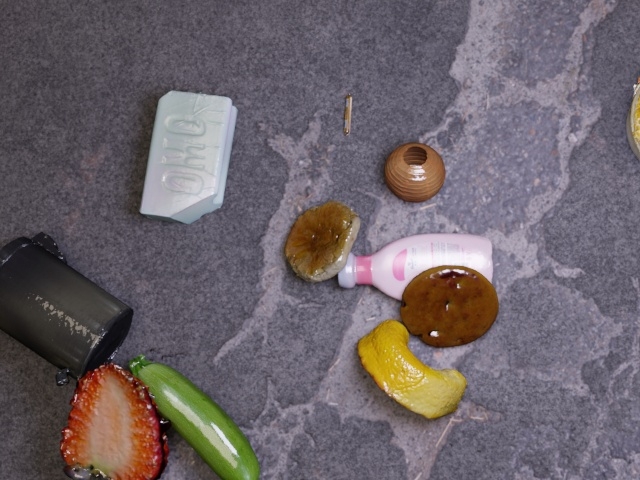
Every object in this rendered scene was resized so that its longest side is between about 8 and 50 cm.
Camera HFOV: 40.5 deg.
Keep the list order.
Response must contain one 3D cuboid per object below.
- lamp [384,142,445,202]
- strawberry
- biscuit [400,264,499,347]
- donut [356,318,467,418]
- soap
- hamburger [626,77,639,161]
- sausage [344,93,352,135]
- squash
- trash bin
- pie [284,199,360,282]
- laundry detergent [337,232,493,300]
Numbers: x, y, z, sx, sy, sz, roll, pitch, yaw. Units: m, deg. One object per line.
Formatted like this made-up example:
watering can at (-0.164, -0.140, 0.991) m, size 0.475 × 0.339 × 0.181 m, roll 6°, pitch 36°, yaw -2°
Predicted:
lamp at (0.207, -0.148, 1.910) m, size 0.137 × 0.136 × 0.136 m, roll -1°, pitch 82°, yaw 5°
strawberry at (-0.419, 0.382, 1.859) m, size 0.234 × 0.137 × 0.306 m, roll 18°, pitch 110°, yaw -1°
biscuit at (0.276, 0.144, 1.862) m, size 0.212 × 0.036 × 0.212 m, roll 3°, pitch 119°, yaw 5°
donut at (0.188, 0.283, 1.833) m, size 0.259 × 0.152 × 0.101 m, roll 40°, pitch 113°, yaw 7°
soap at (-0.299, -0.185, 1.973) m, size 0.173 × 0.095 × 0.289 m, roll 8°, pitch 83°, yaw 6°
hamburger at (0.795, -0.261, 1.849) m, size 0.276 × 0.179 × 0.294 m, roll -4°, pitch 82°, yaw 3°
sausage at (0.064, -0.289, 1.997) m, size 0.015 × 0.015 × 0.100 m, roll 3°, pitch 83°, yaw 5°
squash at (-0.268, 0.390, 1.890) m, size 0.395 × 0.107 × 0.107 m, roll 43°, pitch 88°, yaw 10°
trash bin at (-0.579, 0.152, 1.900) m, size 0.302 × 0.203 × 0.252 m, roll 33°, pitch 62°, yaw 8°
pie at (0.000, 0.000, 1.915) m, size 0.195 × 0.046 × 0.195 m, roll -19°, pitch 54°, yaw 28°
laundry detergent at (0.206, 0.064, 1.903) m, size 0.336 × 0.088 × 0.158 m, roll -2°, pitch 93°, yaw 6°
